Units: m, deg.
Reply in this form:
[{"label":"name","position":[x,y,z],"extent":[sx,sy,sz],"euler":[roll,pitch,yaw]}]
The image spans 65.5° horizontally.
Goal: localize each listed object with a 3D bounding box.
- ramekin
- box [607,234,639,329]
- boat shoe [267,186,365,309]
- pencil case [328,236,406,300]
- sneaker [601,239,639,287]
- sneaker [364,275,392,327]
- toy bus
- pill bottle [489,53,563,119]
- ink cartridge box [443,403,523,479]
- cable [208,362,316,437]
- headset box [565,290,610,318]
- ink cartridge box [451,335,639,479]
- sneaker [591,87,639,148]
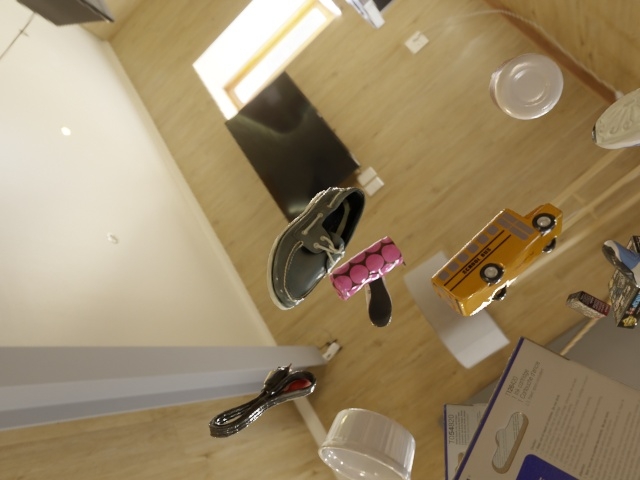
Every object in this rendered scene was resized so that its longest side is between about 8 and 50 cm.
[{"label":"ramekin","position":[0.145,0.614,1.468],"extent":[0.277,0.277,0.135],"euler":[43,-130,-22]},{"label":"box","position":[0.905,0.123,1.443],"extent":[0.175,0.051,0.220],"euler":[-69,-18,-45]},{"label":"boat shoe","position":[0.000,0.000,0.972],"extent":[0.116,0.099,0.319],"euler":[55,-137,-25]},{"label":"pencil case","position":[0.124,0.081,1.344],"extent":[0.095,0.210,0.098],"euler":[53,164,28]},{"label":"sneaker","position":[0.693,0.060,1.059],"extent":[0.211,0.081,0.080],"euler":[36,-158,-6]},{"label":"sneaker","position":[0.206,0.173,1.836],"extent":[0.145,0.090,0.269],"euler":[-74,-28,-74]},{"label":"toy bus","position":[0.439,0.037,1.223],"extent":[0.130,0.333,0.108],"euler":[43,172,40]},{"label":"pill bottle","position":[0.621,-0.476,1.535],"extent":[0.181,0.182,0.323],"euler":[48,-158,-5]},{"label":"ink cartridge box","position":[0.320,0.388,0.823],"extent":[0.045,0.224,0.223],"euler":[55,-143,-62]},{"label":"cable","position":[-0.109,0.355,1.081],"extent":[0.287,0.140,0.072],"euler":[-35,-54,-55]},{"label":"headset box","position":[0.650,0.159,1.204],"extent":[0.083,0.032,0.062],"euler":[27,165,6]},{"label":"ink cartridge box","position":[0.338,0.314,0.608],"extent":[0.308,0.303,0.072],"euler":[24,149,28]},{"label":"sneaker","position":[0.782,-0.242,1.035],"extent":[0.237,0.323,0.130],"euler":[23,-118,-20]}]
